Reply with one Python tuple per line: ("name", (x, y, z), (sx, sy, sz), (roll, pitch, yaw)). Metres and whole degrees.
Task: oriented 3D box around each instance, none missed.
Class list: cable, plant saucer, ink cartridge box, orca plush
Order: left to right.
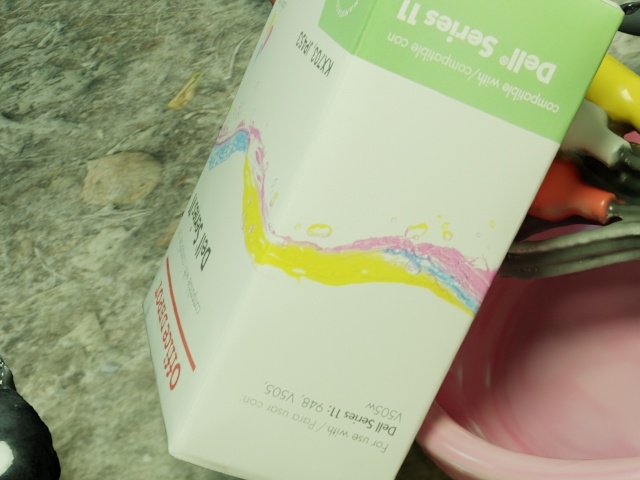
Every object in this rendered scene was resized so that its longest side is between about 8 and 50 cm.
("orca plush", (-0.188, 0.197, 0.885), (0.287, 0.102, 0.151), (-108, 33, -70))
("ink cartridge box", (0.000, 0.000, 0.733), (0.354, 0.119, 0.207), (-66, 18, 13))
("cable", (0.172, -0.025, 0.678), (0.139, 0.072, 0.287), (-45, 31, -12))
("plant saucer", (0.198, 0.029, 0.731), (0.332, 0.084, 0.332), (-23, 30, 15))

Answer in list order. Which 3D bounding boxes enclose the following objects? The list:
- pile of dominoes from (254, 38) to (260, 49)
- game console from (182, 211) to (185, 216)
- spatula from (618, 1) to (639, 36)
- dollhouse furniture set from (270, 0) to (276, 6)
("pile of dominoes", (0.060, -0.168, 1.170), (0.196, 0.040, 0.251), (-34, 38, -2))
("game console", (-0.046, -0.005, 1.094), (0.122, 0.071, 0.107), (-13, 4, 30))
("spatula", (0.317, -0.122, 0.864), (0.296, 0.030, 0.084), (20, 55, 35))
("dollhouse furniture set", (0.038, -0.359, 1.458), (0.201, 0.152, 0.374), (-25, 12, 14))
